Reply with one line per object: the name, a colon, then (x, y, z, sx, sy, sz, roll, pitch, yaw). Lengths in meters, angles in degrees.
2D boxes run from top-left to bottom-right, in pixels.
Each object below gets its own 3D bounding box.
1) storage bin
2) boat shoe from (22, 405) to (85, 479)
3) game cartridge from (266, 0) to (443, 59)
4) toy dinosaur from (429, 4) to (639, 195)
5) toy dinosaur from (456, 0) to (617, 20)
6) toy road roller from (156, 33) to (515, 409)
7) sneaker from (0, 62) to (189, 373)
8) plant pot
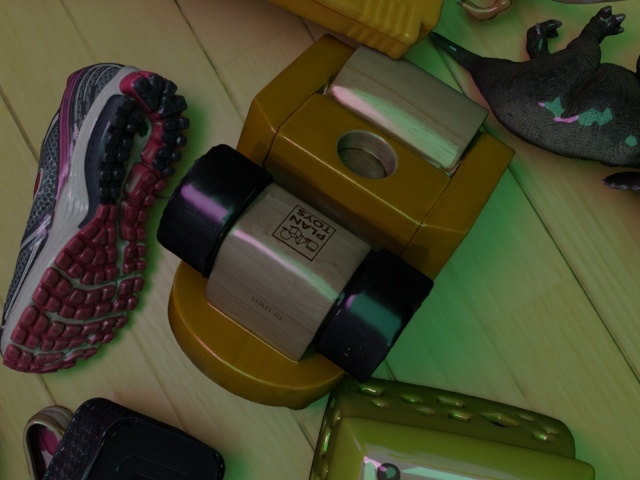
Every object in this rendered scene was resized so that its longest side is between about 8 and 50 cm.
storage bin: (-0.179, 0.242, 0.733, 0.122, 0.084, 0.180, 31, 75, -31)
boat shoe: (-0.235, 0.239, 0.786, 0.063, 0.059, 0.170, -26, 85, 0)
game cartridge: (-0.022, -0.335, 0.732, 0.323, 0.052, 0.285, 20, 66, -14)
toy dinosaur: (0.234, -0.126, 0.750, 0.313, 0.121, 0.160, 30, 60, 5)
toy dinosaur: (0.183, -0.245, 0.770, 0.112, 0.064, 0.211, -50, 60, 22)
toy road roller: (0.000, 0.000, 0.749, 0.202, 0.240, 0.329, 34, 51, 5)
sneaker: (-0.222, -0.019, 0.791, 0.112, 0.121, 0.299, 20, 87, 34)
plant pot: (0.094, 0.247, 0.694, 0.227, 0.207, 0.228, 11, 87, 4)
